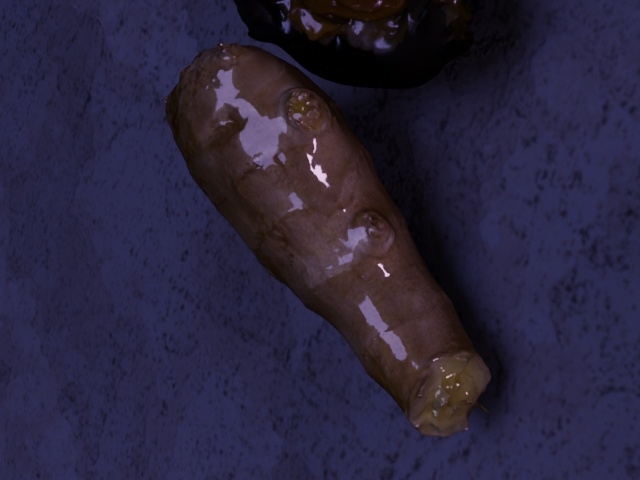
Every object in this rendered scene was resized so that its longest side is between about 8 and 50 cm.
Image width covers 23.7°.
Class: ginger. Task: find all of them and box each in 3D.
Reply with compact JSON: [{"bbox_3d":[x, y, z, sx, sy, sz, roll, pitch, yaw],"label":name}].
[{"bbox_3d":[-0.012,0.011,1.285,0.236,0.166,0.375,-35,72,53],"label":"ginger"}]

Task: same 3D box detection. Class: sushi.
[{"bbox_3d":[0.034,-0.231,1.224,0.204,0.200,0.213,-12,63,36],"label":"sushi"}]
